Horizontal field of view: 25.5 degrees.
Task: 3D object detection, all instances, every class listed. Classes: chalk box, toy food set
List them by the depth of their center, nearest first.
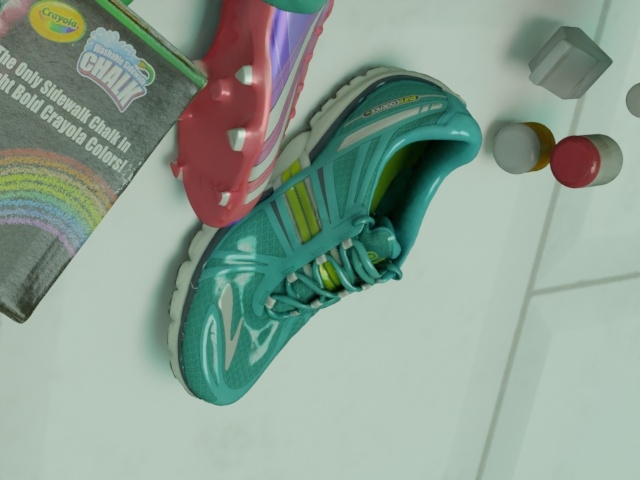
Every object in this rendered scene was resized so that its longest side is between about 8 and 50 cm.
[{"bbox_3d":[-0.164,-0.092,0.749,0.213,0.132,0.132,-53,135,-3],"label":"chalk box"},{"bbox_3d":[0.206,-0.121,1.016,0.232,0.111,0.104,-49,160,26],"label":"toy food set"}]

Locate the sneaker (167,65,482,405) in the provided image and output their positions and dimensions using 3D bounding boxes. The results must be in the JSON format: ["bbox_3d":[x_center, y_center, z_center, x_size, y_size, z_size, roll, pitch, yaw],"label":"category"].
[{"bbox_3d":[0.000,0.000,0.957,0.275,0.110,0.107,-52,136,-2],"label":"sneaker"}]

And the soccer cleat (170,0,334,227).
[{"bbox_3d":[-0.030,-0.124,0.883,0.095,0.083,0.248,-9,118,-42],"label":"soccer cleat"}]

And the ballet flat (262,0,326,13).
[{"bbox_3d":[-0.075,-0.219,0.743,0.087,0.083,0.247,-42,116,-41],"label":"ballet flat"}]
